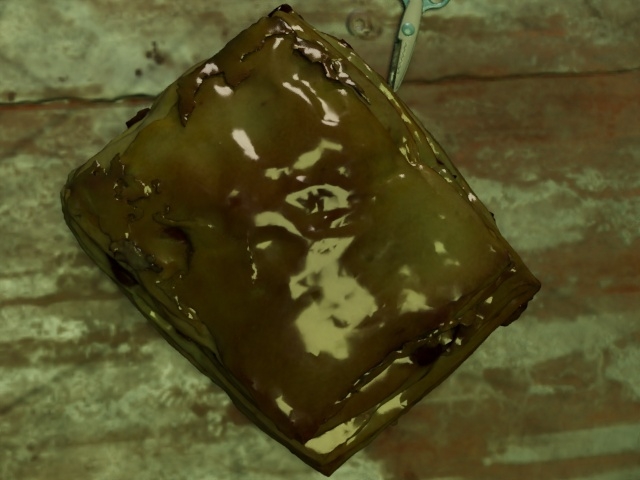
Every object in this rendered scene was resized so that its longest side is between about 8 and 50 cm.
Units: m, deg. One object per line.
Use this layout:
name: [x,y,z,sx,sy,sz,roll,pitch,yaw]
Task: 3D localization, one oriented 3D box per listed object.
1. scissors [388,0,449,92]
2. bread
scissors: [0.074,-0.179,1.108,0.058,0.014,0.119,18,81,-8]
bread: [0.000,0.000,1.007,0.277,0.167,0.324,-41,99,-12]
